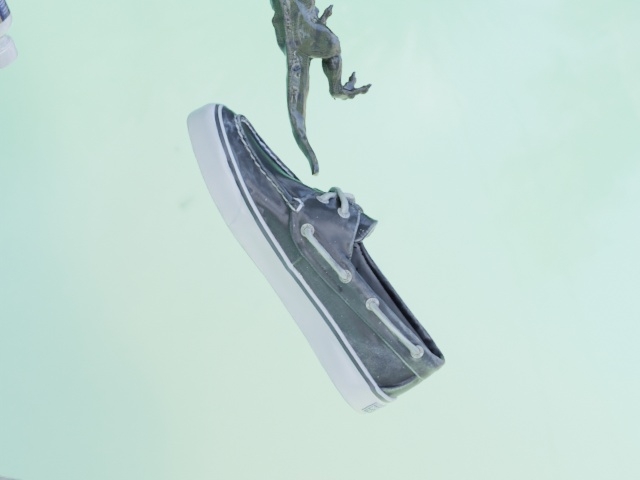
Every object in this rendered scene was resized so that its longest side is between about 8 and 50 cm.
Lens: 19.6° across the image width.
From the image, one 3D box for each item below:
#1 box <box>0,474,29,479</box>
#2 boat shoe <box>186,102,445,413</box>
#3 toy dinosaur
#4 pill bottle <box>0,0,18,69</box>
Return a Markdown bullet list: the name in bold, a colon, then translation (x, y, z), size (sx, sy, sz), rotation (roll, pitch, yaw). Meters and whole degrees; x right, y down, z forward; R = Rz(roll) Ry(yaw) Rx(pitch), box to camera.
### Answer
- **box**: translation (-0.221, 0.183, 0.997), size (0.275, 0.094, 0.113), rotation (21, 20, -44)
- **boat shoe**: translation (0.000, 0.000, 1.577), size (0.301, 0.102, 0.108), rotation (58, 15, -1)
- **toy dinosaur**: translation (-0.009, -0.179, 1.663), size (0.118, 0.064, 0.268), rotation (16, 65, -66)
- **pill bottle**: translation (-0.310, -0.207, 1.627), size (0.067, 0.067, 0.120), rotation (-71, 146, -56)
